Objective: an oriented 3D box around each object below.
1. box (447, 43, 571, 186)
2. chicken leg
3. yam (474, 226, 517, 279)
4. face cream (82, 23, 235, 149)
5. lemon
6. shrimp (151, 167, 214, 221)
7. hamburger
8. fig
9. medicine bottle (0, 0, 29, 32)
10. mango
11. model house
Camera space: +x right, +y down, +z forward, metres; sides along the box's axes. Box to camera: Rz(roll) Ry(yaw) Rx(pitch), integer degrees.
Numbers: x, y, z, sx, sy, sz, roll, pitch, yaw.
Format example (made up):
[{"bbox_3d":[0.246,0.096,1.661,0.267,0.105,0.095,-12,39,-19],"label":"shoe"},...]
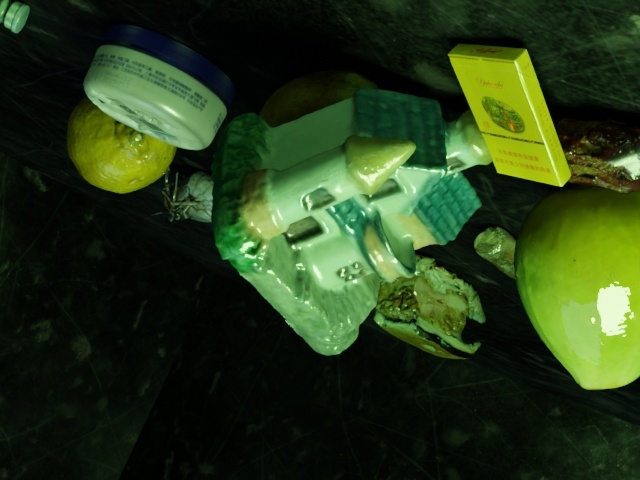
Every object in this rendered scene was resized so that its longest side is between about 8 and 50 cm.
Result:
[{"bbox_3d":[0.187,-0.123,0.883,0.087,0.023,0.155,24,152,50],"label":"box"},{"bbox_3d":[0.273,-0.088,0.925,0.105,0.063,0.234,36,167,-32],"label":"chicken leg"},{"bbox_3d":[0.350,0.051,1.485,0.253,0.061,0.061,30,168,-36],"label":"yam"},{"bbox_3d":[-0.237,-0.217,1.312,0.206,0.111,0.206,25,170,5],"label":"face cream"},{"bbox_3d":[-0.346,-0.175,1.559,0.188,0.188,0.257,29,175,-28],"label":"lemon"},{"bbox_3d":[-0.311,-0.098,2.095,0.145,0.116,0.343,30,162,-29],"label":"shrimp"},{"bbox_3d":[0.213,0.136,1.926,0.288,0.167,0.192,32,166,-39],"label":"hamburger"},{"bbox_3d":[0.319,0.039,1.009,0.207,0.207,0.230,18,126,32],"label":"fig"},{"bbox_3d":[-0.537,-0.375,1.352,0.191,0.051,0.051,24,170,-9],"label":"medicine bottle"},{"bbox_3d":[0.008,-0.119,1.161,0.193,0.146,0.316,15,159,-2],"label":"mango"},{"bbox_3d":[0.081,-0.048,1.000,0.325,0.194,0.267,-22,135,21],"label":"model house"}]
